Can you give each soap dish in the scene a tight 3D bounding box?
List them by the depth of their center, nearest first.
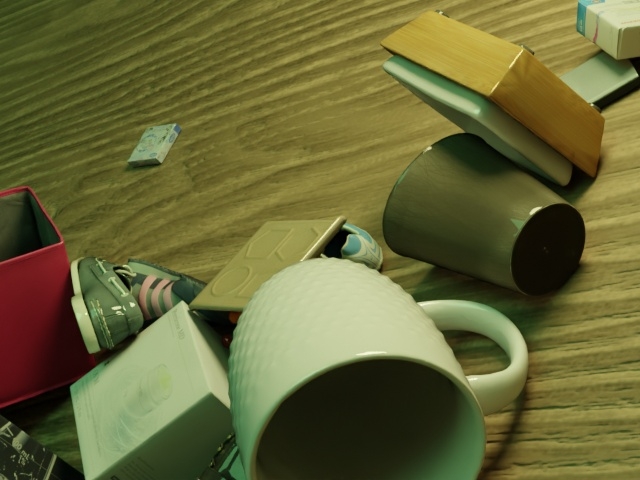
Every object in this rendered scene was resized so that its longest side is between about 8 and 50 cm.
[{"bbox_3d":[0.241,-0.204,1.759,0.118,0.229,0.291,-56,34,3],"label":"soap dish"}]

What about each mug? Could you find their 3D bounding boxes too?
[{"bbox_3d":[0.069,0.162,1.550,0.374,0.276,0.328,-11,28,-7],"label":"mug"}]

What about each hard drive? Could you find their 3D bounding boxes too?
[{"bbox_3d":[0.388,-0.221,1.821,0.135,0.022,0.094,-30,36,17],"label":"hard drive"}]

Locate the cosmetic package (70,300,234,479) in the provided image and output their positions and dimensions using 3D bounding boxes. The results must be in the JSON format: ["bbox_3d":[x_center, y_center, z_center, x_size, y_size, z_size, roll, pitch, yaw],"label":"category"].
[{"bbox_3d":[-0.224,0.247,1.824,0.225,0.138,0.224,-37,35,6],"label":"cosmetic package"}]

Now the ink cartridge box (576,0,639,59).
[{"bbox_3d":[0.434,-0.307,1.809,0.089,0.052,0.122,-10,31,-15],"label":"ink cartridge box"}]

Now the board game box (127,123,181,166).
[{"bbox_3d":[-0.327,-0.187,2.490,0.090,0.020,0.090,-3,50,43],"label":"board game box"}]

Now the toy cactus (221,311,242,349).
[{"bbox_3d":[-0.031,0.131,1.813,0.219,0.112,0.180,-36,54,6],"label":"toy cactus"}]

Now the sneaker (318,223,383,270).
[{"bbox_3d":[0.000,0.000,1.913,0.237,0.086,0.085,13,64,52],"label":"sneaker"}]

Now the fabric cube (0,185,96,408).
[{"bbox_3d":[-0.546,0.099,2.118,0.254,0.258,0.259,-20,32,-16],"label":"fabric cube"}]

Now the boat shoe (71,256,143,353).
[{"bbox_3d":[-0.328,0.090,1.975,0.099,0.116,0.319,-19,16,-5],"label":"boat shoe"}]

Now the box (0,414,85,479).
[{"bbox_3d":[-0.540,0.402,1.784,0.179,0.343,0.312,-16,43,35],"label":"box"}]

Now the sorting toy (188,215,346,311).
[{"bbox_3d":[-0.074,0.040,1.824,0.208,0.038,0.193,-6,36,52],"label":"sorting toy"}]

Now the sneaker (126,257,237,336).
[{"bbox_3d":[-0.227,0.119,2.010,0.319,0.112,0.131,13,78,54],"label":"sneaker"}]

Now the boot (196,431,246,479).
[{"bbox_3d":[-0.168,0.349,1.688,0.263,0.091,0.229,25,70,31],"label":"boot"}]

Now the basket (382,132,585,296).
[{"bbox_3d":[0.223,-0.024,1.667,0.204,0.154,0.227,-44,38,-11],"label":"basket"}]
